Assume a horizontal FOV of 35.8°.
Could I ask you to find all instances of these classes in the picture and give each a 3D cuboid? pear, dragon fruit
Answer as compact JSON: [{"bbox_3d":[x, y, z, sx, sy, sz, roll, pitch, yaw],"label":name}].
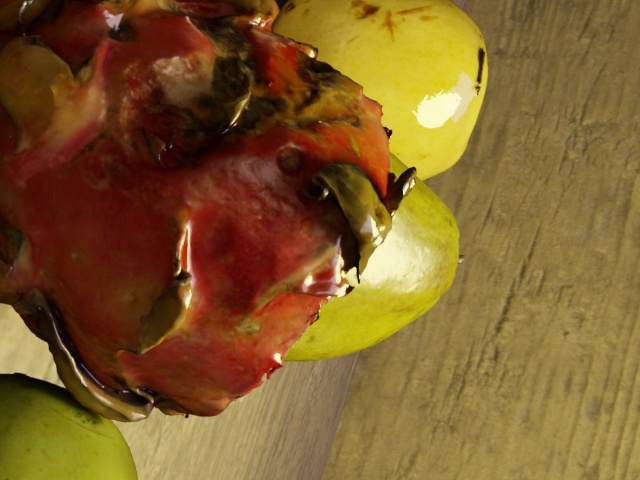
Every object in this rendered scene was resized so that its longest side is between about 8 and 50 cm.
[{"bbox_3d":[0.000,0.000,1.121,0.287,0.375,0.287,-172,-90,-69],"label":"pear"},{"bbox_3d":[-0.143,-0.043,0.666,0.314,0.263,0.296,-44,-149,20],"label":"dragon fruit"},{"bbox_3d":[0.068,-0.204,1.302,0.309,0.309,0.309,15,90,-78],"label":"pear"}]

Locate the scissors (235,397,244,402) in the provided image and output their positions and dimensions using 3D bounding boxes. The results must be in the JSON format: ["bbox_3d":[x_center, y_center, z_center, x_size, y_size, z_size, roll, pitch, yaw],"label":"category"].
[{"bbox_3d":[-0.114,0.129,1.476,0.118,0.030,0.242,-45,143,-67],"label":"scissors"}]

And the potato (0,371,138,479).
[{"bbox_3d":[-0.242,0.226,0.622,0.304,0.215,0.216,-57,163,-16],"label":"potato"}]
